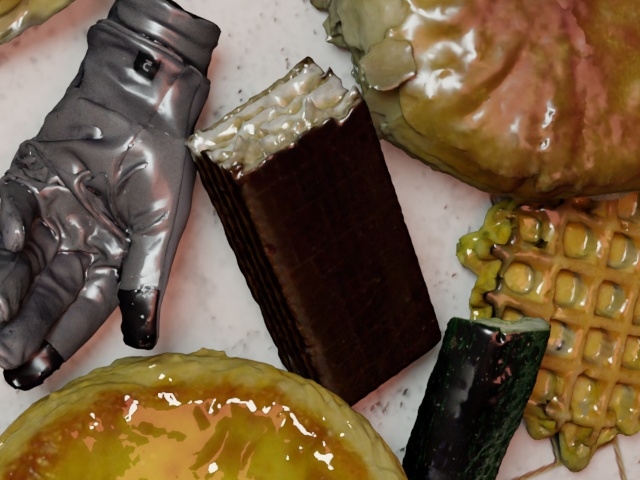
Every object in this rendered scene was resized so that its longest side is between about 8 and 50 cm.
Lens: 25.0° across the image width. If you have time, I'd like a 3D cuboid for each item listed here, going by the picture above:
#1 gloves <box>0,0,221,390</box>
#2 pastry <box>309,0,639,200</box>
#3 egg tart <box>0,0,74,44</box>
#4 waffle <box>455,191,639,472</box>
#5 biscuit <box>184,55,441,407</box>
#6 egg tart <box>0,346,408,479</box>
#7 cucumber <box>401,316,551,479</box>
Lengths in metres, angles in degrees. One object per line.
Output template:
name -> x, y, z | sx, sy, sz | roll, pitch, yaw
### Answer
gloves -> -0.138, -0.034, 0.946 | 0.142, 0.119, 0.285 | 24, 74, 4
pastry -> 0.164, -0.175, 1.007 | 0.330, 0.136, 0.329 | 0, 91, -14
egg tart -> -0.270, -0.261, 0.770 | 0.443, 0.178, 0.443 | -7, 125, -11
waffle -> 0.228, 0.046, 1.123 | 0.238, 0.059, 0.243 | -38, 110, -14
biscuit -> 0.000, 0.000, 0.976 | 0.106, 0.070, 0.252 | -35, 131, -15
egg tart -> -0.087, 0.221, 0.951 | 0.319, 0.128, 0.318 | 4, 60, -6
cucumber -> 0.097, 0.157, 1.058 | 0.075, 0.074, 0.241 | 9, 112, -20
